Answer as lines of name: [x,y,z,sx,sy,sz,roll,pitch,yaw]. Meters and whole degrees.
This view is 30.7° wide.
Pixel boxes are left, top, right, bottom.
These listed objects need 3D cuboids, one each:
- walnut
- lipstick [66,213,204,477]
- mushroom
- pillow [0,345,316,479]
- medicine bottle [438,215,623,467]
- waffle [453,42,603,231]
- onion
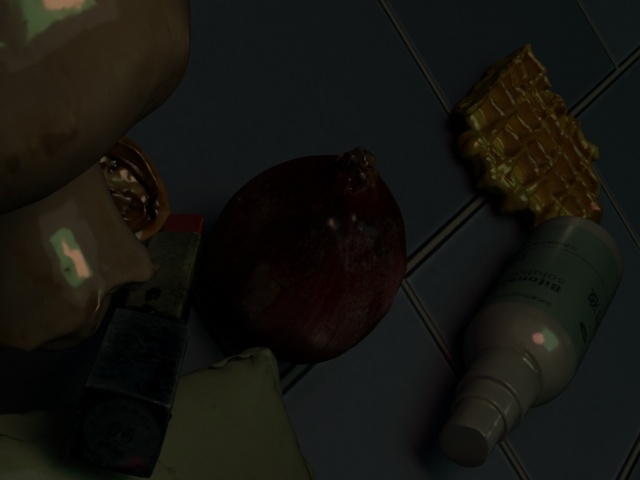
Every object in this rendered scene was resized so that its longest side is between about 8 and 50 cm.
walnut: [-0.169,-0.034,0.826,0.121,0.052,0.091,30,49,-25]
lipstick: [-0.108,0.048,0.766,0.051,0.051,0.312,13,20,-5]
mushroom: [-0.201,-0.081,0.670,0.297,0.297,0.290,-54,137,-50]
pillow: [-0.090,0.225,0.700,0.312,0.119,0.310,-9,76,-49]
medicine bottle: [0.198,0.096,1.121,0.110,0.110,0.352,55,37,-8]
waffle: [0.245,-0.090,1.337,0.219,0.057,0.229,54,39,-11]
onion: [0.000,0.000,0.885,0.159,0.195,0.160,18,43,-18]
